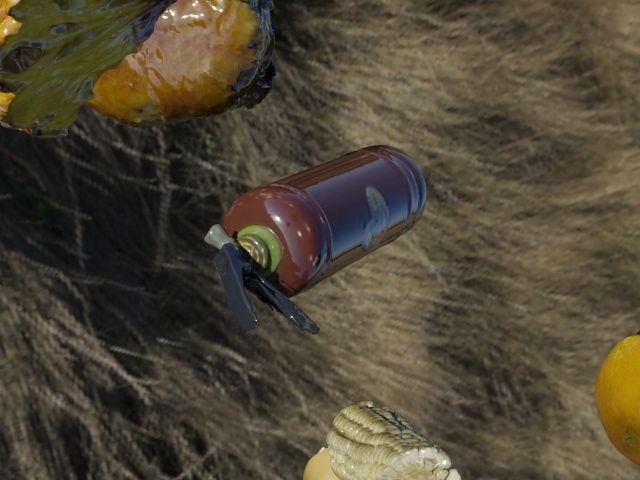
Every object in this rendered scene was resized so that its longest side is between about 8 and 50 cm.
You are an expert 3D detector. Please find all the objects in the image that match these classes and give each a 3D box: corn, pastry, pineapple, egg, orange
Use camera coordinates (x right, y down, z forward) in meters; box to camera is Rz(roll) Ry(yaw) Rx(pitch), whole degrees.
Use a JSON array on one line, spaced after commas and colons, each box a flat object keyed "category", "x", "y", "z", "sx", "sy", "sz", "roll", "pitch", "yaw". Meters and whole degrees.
[{"category": "corn", "x": 0.058, "y": 0.195, "z": 0.896, "sx": 0.087, "sy": 0.087, "sz": 0.211, "roll": 65, "pitch": -7, "yaw": -7}, {"category": "pastry", "x": -0.134, "y": -0.198, "z": 0.880, "sx": 0.229, "sy": 0.218, "sz": 0.100, "roll": 43, "pitch": 12, "yaw": 3}, {"category": "pineapple", "x": -0.104, "y": -0.099, "z": 0.408, "sx": 0.116, "sy": 0.137, "sz": 0.069, "roll": -28, "pitch": 71, "yaw": -32}, {"category": "egg", "x": 0.022, "y": 0.287, "z": 1.189, "sx": 0.080, "sy": 0.080, "sz": 0.096, "roll": 37, "pitch": 21, "yaw": -40}, {"category": "orange", "x": 0.334, "y": 0.166, "z": 0.998, "sx": 0.112, "sy": 0.170, "sz": 0.160, "roll": -27, "pitch": 78, "yaw": -18}]

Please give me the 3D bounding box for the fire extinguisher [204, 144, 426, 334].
[{"category": "fire extinguisher", "x": 0.000, "y": 0.000, "z": 0.939, "sx": 0.138, "sy": 0.102, "sz": 0.344, "roll": 44, "pitch": 30, "yaw": 11}]
